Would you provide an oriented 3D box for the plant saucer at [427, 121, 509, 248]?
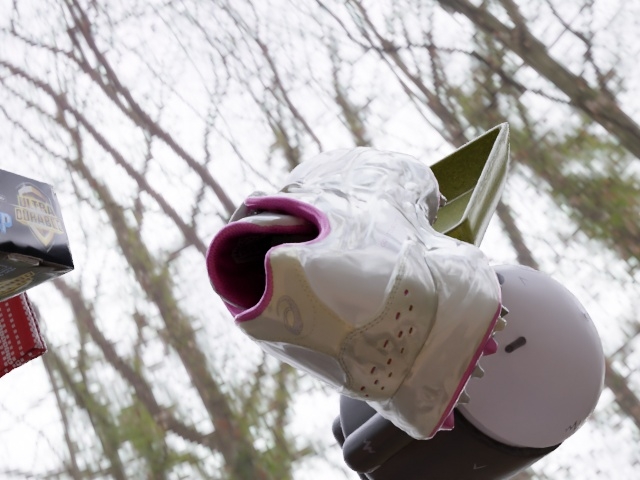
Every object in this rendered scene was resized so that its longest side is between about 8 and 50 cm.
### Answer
[{"bbox_3d":[0.084,-0.004,1.403,0.188,0.188,0.045,-30,-73,32],"label":"plant saucer"}]

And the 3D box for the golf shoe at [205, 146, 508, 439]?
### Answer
[{"bbox_3d":[0.000,0.000,0.907,0.140,0.306,0.115,20,-79,-18],"label":"golf shoe"}]

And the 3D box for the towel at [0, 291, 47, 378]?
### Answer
[{"bbox_3d":[-0.366,0.077,1.405,0.275,0.199,0.031,-33,-23,21],"label":"towel"}]

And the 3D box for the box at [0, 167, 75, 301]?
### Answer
[{"bbox_3d":[-0.255,0.021,0.769,0.220,0.051,0.175,-22,-15,17],"label":"box"}]

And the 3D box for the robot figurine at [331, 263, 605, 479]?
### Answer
[{"bbox_3d":[0.125,0.133,1.429,0.173,0.209,0.278,29,-41,-17],"label":"robot figurine"}]
